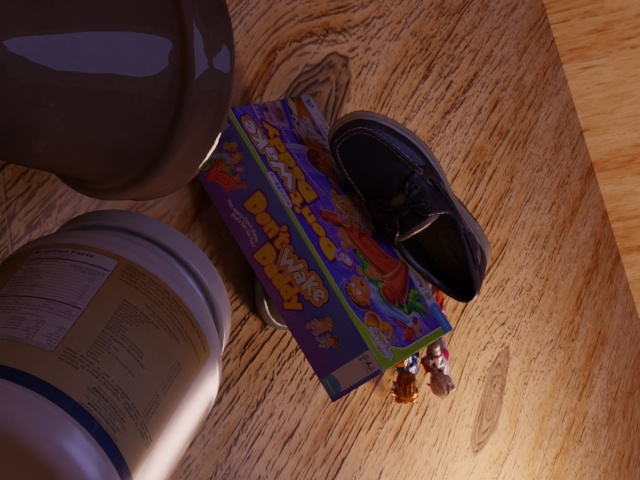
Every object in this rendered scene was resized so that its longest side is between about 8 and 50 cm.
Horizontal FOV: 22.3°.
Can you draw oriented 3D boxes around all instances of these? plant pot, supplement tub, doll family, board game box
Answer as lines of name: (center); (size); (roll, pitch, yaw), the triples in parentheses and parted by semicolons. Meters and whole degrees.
plant pot: (-0.245, -0.165, 1.456); (0.229, 0.263, 0.263); (-2, 82, -46)
supplement tub: (-0.217, 0.132, 1.374); (0.228, 0.228, 0.316); (68, 27, -23)
doll family: (0.121, 0.135, 2.251); (0.263, 0.118, 0.163); (75, 12, -56)
board game box: (0.000, 0.000, 1.921); (0.347, 0.078, 0.233); (59, 25, 5)

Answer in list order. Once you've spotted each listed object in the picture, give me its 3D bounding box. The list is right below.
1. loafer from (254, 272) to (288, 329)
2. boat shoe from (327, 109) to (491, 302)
loafer: (-0.002, 0.071, 2.012); (0.251, 0.087, 0.094); (30, 54, -58)
boat shoe: (0.113, -0.037, 1.957); (0.285, 0.103, 0.092); (50, 20, -27)
